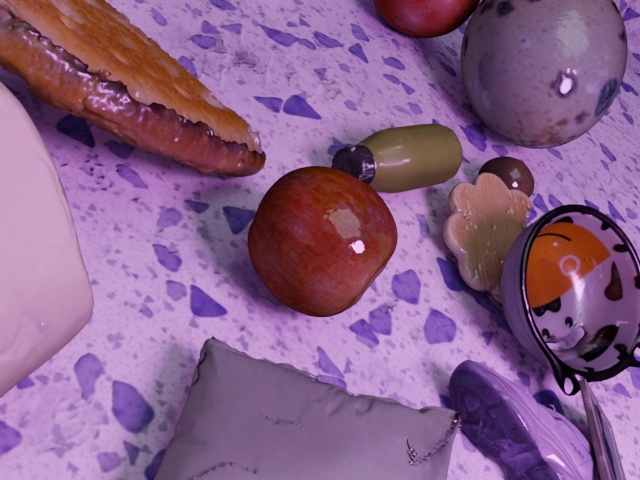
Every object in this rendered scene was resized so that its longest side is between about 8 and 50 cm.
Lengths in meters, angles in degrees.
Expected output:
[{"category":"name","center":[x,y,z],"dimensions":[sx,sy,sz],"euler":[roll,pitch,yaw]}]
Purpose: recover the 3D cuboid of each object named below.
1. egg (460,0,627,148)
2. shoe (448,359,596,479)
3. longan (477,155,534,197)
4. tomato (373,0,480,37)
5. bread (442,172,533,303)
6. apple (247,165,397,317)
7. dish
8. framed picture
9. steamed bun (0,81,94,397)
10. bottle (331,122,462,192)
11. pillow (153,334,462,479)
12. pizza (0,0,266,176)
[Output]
[{"category":"egg","center":[0.477,-0.386,1.482],"dimensions":[0.345,0.345,0.427],"euler":[22,47,-19]},{"category":"shoe","center":[0.283,0.254,0.941],"dimensions":[0.245,0.095,0.138],"euler":[52,38,10]},{"category":"longan","center":[0.347,-0.108,1.327],"dimensions":[0.119,0.106,0.106],"euler":[-25,62,-2]},{"category":"tomato","center":[0.252,-0.589,1.570],"dimensions":[0.265,0.265,0.264],"euler":[20,43,-20]},{"category":"bread","center":[0.290,-0.013,1.200],"dimensions":[0.182,0.039,0.250],"euler":[25,55,-14]},{"category":"apple","center":[0.000,0.000,0.888],"dimensions":[0.174,0.188,0.188],"euler":[37,39,11]},{"category":"dish","center":[0.387,0.090,1.106],"dimensions":[0.303,0.120,0.302],"euler":[5,79,-27]},{"category":"framed picture","center":[0.408,0.317,0.970],"dimensions":[0.150,0.015,0.203],"euler":[52,29,-35]},{"category":"steamed bun","center":[-0.424,-0.035,0.504],"dimensions":[0.371,0.290,0.455],"euler":[-45,115,-49]},{"category":"bottle","center":[0.129,-0.136,1.171],"dimensions":[0.260,0.112,0.112],"euler":[-15,63,-43]},{"category":"pillow","center":[-0.021,0.255,0.662],"dimensions":[0.310,0.119,0.312],"euler":[18,45,-2]},{"category":"pizza","center":[-0.266,-0.214,0.851],"dimensions":[0.435,0.080,0.392],"euler":[40,13,-4]}]
